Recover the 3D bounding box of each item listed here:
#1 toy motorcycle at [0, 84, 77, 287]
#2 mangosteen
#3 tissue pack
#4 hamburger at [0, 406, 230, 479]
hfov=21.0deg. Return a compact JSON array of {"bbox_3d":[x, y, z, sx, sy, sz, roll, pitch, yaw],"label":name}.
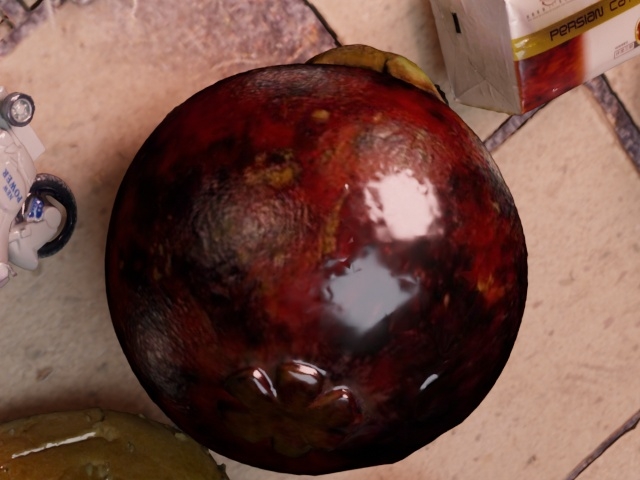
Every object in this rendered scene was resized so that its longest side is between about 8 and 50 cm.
[{"bbox_3d":[-0.263,-0.047,1.204,0.150,0.102,0.221,-48,127,-25],"label":"toy motorcycle"},{"bbox_3d":[0.000,0.000,1.263,0.306,0.359,0.306,4,130,5],"label":"mangosteen"},{"bbox_3d":[0.174,-0.174,1.332,0.148,0.099,0.106,-29,118,-27],"label":"tissue pack"},{"bbox_3d":[-0.147,0.265,1.324,0.211,0.132,0.309,-20,99,-13],"label":"hamburger"}]
